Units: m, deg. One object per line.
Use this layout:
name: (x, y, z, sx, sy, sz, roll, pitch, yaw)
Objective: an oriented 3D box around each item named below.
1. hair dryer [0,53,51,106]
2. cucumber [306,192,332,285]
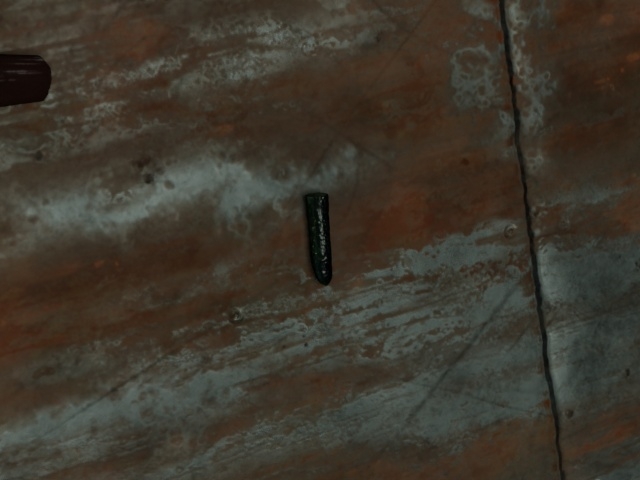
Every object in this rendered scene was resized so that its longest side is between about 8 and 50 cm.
hair dryer: (-0.473, -0.069, 1.541, 0.313, 0.123, 0.340, -2, 95, -33)
cucumber: (0.000, 0.000, 1.839, 0.032, 0.032, 0.133, -11, 107, -23)
